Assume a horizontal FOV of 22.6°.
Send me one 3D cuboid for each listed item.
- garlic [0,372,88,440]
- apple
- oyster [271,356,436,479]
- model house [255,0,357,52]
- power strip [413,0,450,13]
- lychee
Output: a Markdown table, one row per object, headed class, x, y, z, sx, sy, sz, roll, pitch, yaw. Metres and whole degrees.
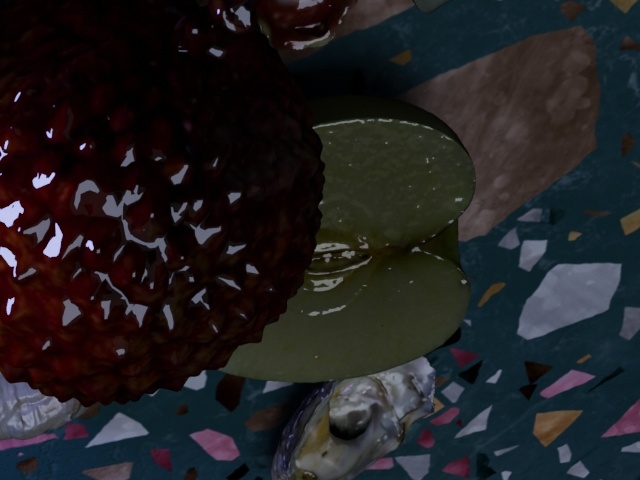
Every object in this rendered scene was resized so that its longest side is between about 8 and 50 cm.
| class | x | y | z | sx | sy | sz | roll | pitch | yaw |
| --- | --- | --- | --- | --- | --- | --- | --- | --- | --- |
| garlic | -0.385 | 0.133 | 1.941 | 0.219 | 0.218 | 0.212 | -15 | 101 | -9 |
| apple | 0.000 | 0.000 | 1.890 | 0.360 | 0.320 | 0.311 | -7 | 172 | -9 |
| oyster | 0.042 | 0.247 | 2.261 | 0.271 | 0.100 | 0.275 | -17 | 122 | -11 |
| model house | -0.040 | -0.324 | 1.631 | 0.160 | 0.196 | 0.254 | -12 | 135 | -15 |
| power strip | 0.088 | -0.371 | 1.741 | 0.093 | 0.053 | 0.288 | -31 | 136 | 7 |
| lychee | -0.191 | -0.068 | 1.562 | 0.425 | 0.424 | 0.500 | 17 | 122 | -34 |
